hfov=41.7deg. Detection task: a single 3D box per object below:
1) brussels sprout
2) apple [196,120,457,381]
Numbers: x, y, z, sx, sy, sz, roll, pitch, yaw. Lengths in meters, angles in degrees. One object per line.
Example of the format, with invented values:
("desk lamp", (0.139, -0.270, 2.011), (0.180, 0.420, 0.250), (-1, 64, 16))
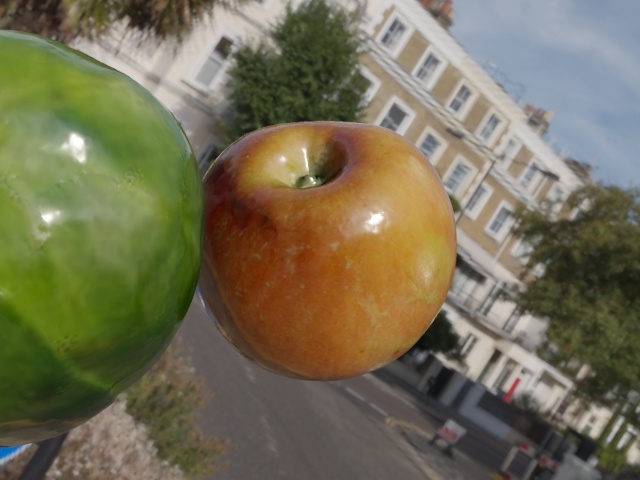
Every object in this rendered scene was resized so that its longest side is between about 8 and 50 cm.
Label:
("brussels sprout", (-0.261, 0.010, 0.617), (0.354, 0.282, 0.289), (-3, -14, -9))
("apple", (0.000, 0.000, 0.784), (0.253, 0.254, 0.253), (32, -2, 1))
